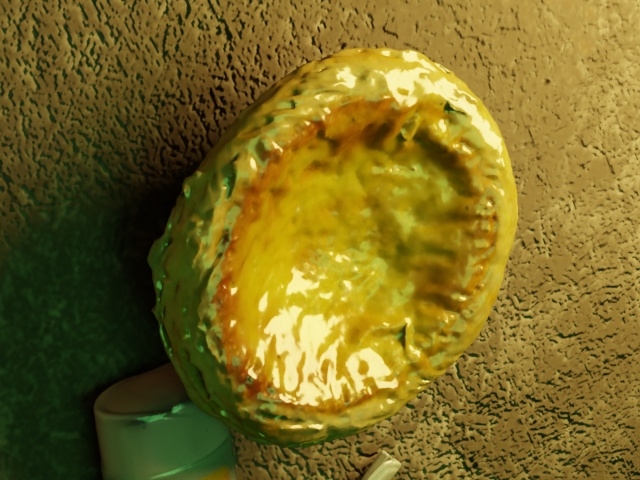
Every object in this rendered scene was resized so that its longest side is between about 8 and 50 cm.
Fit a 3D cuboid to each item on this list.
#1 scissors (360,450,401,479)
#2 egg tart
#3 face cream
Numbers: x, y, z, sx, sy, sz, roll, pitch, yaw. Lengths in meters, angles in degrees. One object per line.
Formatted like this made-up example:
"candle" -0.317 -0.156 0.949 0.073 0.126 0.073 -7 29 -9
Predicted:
"scissors" 0.001 0.267 1.574 0.101 0.027 0.204 34 90 -42
"egg tart" 0.000 0.000 1.400 0.319 0.128 0.319 -12 114 -29
"face cream" -0.112 0.227 1.451 0.107 0.073 0.269 -22 119 -30
